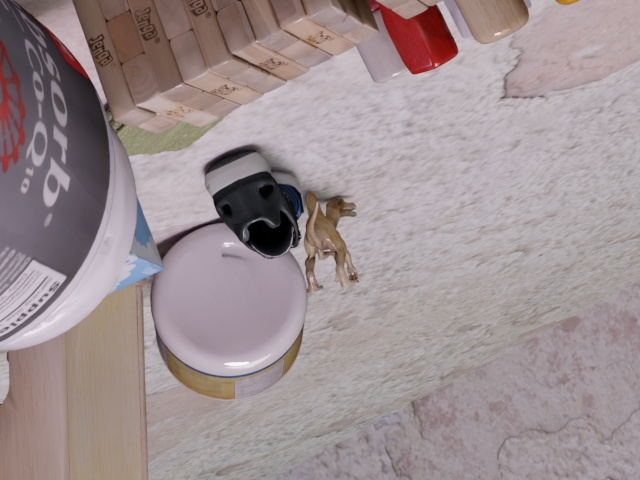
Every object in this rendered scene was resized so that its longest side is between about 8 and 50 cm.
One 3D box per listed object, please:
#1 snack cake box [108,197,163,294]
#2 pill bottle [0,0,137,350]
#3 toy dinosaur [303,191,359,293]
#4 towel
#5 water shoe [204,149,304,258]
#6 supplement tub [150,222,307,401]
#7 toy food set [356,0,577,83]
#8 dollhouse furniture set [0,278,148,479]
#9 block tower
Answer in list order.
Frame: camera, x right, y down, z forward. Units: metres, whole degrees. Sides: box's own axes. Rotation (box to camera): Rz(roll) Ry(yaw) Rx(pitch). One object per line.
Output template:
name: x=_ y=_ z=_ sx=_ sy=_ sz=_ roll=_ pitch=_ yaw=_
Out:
snack cake box: x=-0.233 y=-0.004 z=1.439 sx=0.152 sy=0.089 sz=0.264 roll=-24 pitch=167 yaw=9
pill bottle: x=-0.227 y=-0.047 z=1.012 sx=0.210 sy=0.210 sz=0.363 roll=-24 pitch=167 yaw=6
toy dinosaur: x=0.000 y=0.000 z=1.814 sx=0.053 sy=0.093 sz=0.183 roll=-14 pitch=-178 yaw=11
towel: x=-0.101 y=-0.100 z=1.405 sx=0.110 sy=0.027 sz=0.148 roll=-11 pitch=162 yaw=-43
water shoe: x=-0.053 y=-0.017 z=1.693 sx=0.073 sy=0.080 sz=0.203 roll=-24 pitch=167 yaw=8
supplement tub: x=-0.087 y=0.074 z=1.862 sx=0.144 sy=0.144 sz=0.200 roll=-20 pitch=167 yaw=-8
toy food set: x=0.080 y=-0.180 z=1.305 sx=0.111 sy=0.104 sz=0.232 roll=-31 pitch=-171 yaw=-23
dollhouse furniture set: x=-0.366 y=0.158 z=1.747 sx=0.394 sy=0.256 sz=0.362 roll=-4 pitch=173 yaw=22
block tower: x=0.021 y=-0.177 z=1.158 sx=0.335 sy=0.097 sz=0.091 roll=-24 pitch=167 yaw=18
